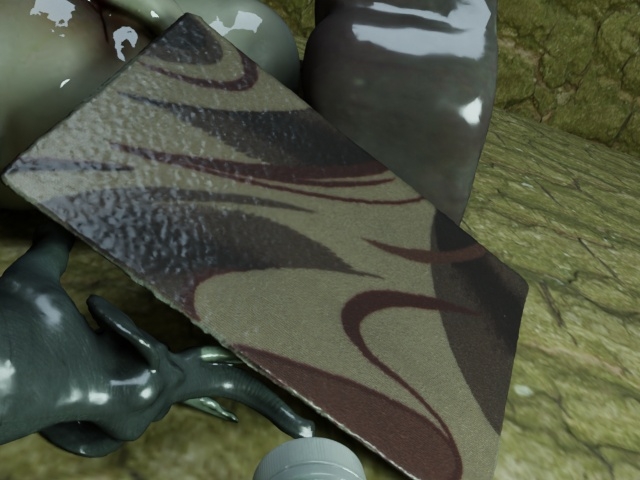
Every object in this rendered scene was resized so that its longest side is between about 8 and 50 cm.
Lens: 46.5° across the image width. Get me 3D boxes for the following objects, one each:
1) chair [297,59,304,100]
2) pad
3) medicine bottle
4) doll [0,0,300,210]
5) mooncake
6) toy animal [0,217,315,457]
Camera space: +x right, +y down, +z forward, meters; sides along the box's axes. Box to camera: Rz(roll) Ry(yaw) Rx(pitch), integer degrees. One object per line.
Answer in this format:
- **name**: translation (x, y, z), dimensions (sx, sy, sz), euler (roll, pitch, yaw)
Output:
- **chair**: translation (-0.059, -0.171, 0.949), dimensions (0.174, 0.149, 0.213), euler (-3, 27, -46)
- **pad**: translation (0.000, 0.000, 0.475), dimensions (0.330, 0.004, 0.220), euler (37, 43, -10)
- **medicine bottle**: translation (-0.002, 0.135, 0.322), dimensions (0.058, 0.058, 0.091), euler (16, 21, -12)
- **doll**: translation (-0.175, -0.143, 0.640), dimensions (0.215, 0.226, 0.370), euler (48, 25, 13)
- **mooncake**: translation (0.053, -0.114, 0.685), dimensions (0.154, 0.306, 0.306), euler (11, 21, -3)
- **toy animal**: translation (-0.138, 0.052, 0.380), dimensions (0.269, 0.082, 0.137), euler (13, 23, -36)
